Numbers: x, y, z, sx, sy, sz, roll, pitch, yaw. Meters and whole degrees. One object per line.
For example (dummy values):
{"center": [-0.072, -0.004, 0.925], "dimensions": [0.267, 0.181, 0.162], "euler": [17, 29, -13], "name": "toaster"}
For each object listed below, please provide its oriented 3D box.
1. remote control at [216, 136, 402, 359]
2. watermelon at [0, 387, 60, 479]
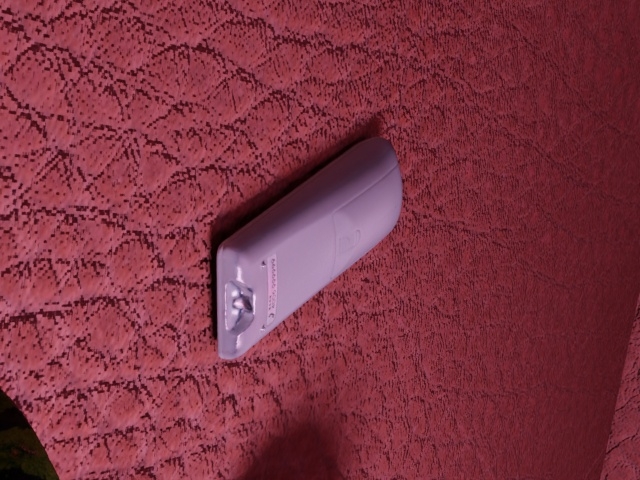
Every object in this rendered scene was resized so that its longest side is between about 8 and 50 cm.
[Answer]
{"center": [-0.001, 0.000, 1.143], "dimensions": [0.293, 0.051, 0.103], "euler": [-37, 134, -53], "name": "remote control"}
{"center": [-0.202, 0.154, 0.794], "dimensions": [0.094, 0.125, 0.135], "euler": [118, -23, -65], "name": "watermelon"}
